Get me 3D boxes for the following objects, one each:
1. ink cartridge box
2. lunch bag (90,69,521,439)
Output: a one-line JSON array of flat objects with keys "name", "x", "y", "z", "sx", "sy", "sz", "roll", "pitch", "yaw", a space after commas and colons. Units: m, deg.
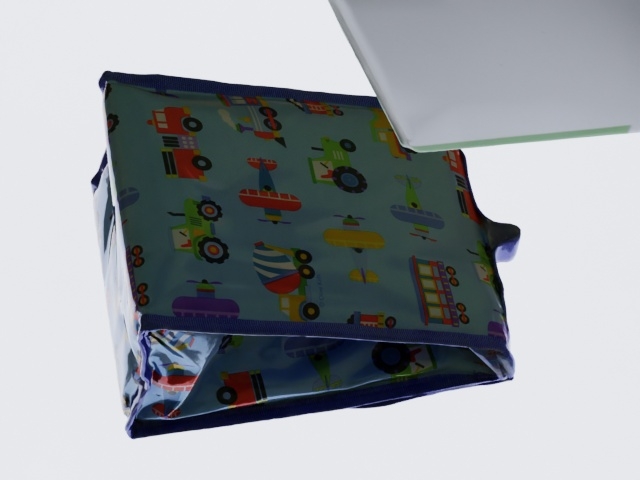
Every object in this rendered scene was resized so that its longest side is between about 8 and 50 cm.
[{"name": "ink cartridge box", "x": 0.144, "y": -0.180, "z": 0.761, "sx": 0.201, "sy": 0.117, "sz": 0.278, "roll": -4, "pitch": -135, "yaw": 31}, {"name": "lunch bag", "x": 0.000, "y": 0.000, "z": 1.197, "sx": 0.293, "sy": 0.138, "sz": 0.221, "roll": -3, "pitch": -127, "yaw": -13}]
